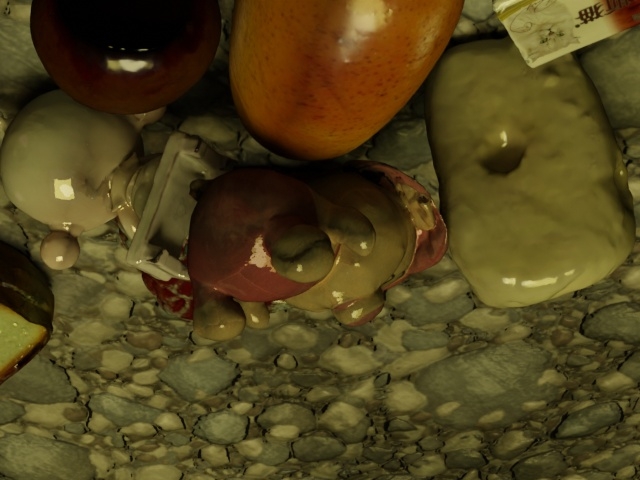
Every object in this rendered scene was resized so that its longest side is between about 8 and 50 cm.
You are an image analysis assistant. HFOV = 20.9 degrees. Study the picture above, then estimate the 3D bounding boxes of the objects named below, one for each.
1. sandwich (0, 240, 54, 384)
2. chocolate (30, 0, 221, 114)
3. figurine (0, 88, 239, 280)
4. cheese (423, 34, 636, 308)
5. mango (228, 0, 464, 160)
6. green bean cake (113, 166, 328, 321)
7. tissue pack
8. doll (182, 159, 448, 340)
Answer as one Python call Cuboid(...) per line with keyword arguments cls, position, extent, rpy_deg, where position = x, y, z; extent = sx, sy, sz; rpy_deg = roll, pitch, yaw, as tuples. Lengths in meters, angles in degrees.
Cuboid(cls="sandwich", position=(-0.456, 0.092, 1.875), extent=(0.271, 0.099, 0.301), rpy_deg=(24, 130, -33))
Cuboid(cls="chocolate", position=(-0.172, -0.187, 1.531), extent=(0.176, 0.177, 0.177), rpy_deg=(-1, 139, -1))
Cuboid(cls="figurine", position=(-0.209, -0.058, 1.636), extent=(0.256, 0.144, 0.182), rpy_deg=(18, 102, 25))
Cuboid(cls="cheese", position=(0.209, -0.033, 1.647), extent=(0.173, 0.248, 0.251), rpy_deg=(-13, 144, 12))
Cuboid(cls="mango", position=(0.002, -0.185, 1.515), extent=(0.201, 0.199, 0.350), rpy_deg=(38, 146, 2))
Cuboid(cls="green bean cake", position=(-0.079, -0.006, 1.770), extent=(0.232, 0.097, 0.198), rpy_deg=(-8, 138, 9))
Cuboid(cls="tissue pack", position=(0.230, -0.234, 1.509), extent=(0.148, 0.106, 0.099), rpy_deg=(-20, 135, 20))
Cuboid(cls="doll", position=(0.000, 0.004, 1.569), extent=(0.196, 0.152, 0.256), rpy_deg=(6, -169, 37))
